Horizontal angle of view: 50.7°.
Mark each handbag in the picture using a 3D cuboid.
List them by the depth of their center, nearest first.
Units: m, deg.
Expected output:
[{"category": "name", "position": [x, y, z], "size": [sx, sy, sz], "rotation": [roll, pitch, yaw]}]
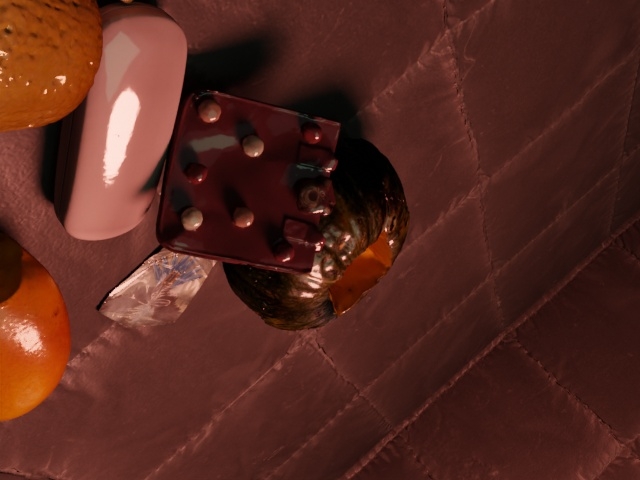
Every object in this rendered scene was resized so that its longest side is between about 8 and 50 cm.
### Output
[{"category": "handbag", "position": [-0.086, -0.069, 0.837], "size": [0.216, 0.074, 0.203], "rotation": [11, 91, -15]}]

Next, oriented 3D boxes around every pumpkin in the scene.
[{"category": "pumpkin", "position": [0.000, 0.000, 1.046], "size": [0.320, 0.192, 0.320], "rotation": [-38, 158, -19]}]

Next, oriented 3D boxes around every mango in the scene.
[{"category": "mango", "position": [-0.398, 0.133, 0.830], "size": [0.187, 0.138, 0.257], "rotation": [-18, 136, -17]}]

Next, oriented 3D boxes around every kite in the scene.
[{"category": "kite", "position": [-0.204, 0.022, 1.030], "size": [0.310, 0.015, 0.169], "rotation": [-52, 148, 14]}]

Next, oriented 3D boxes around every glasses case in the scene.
[{"category": "glasses case", "position": [-0.230, -0.124, 0.767], "size": [0.113, 0.075, 0.297], "rotation": [-11, 137, -42]}]

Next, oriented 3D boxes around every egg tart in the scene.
[{"category": "egg tart", "position": [-0.285, -0.177, 0.555], "size": [0.202, 0.202, 0.147], "rotation": [-55, 164, 18]}]

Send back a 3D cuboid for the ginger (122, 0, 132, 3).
[{"category": "ginger", "position": [-0.195, -0.315, 0.599], "size": [0.133, 0.059, 0.214], "rotation": [-27, 147, -39]}]
